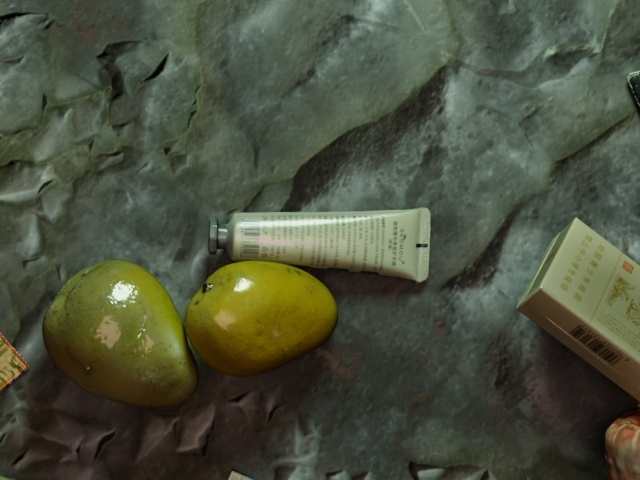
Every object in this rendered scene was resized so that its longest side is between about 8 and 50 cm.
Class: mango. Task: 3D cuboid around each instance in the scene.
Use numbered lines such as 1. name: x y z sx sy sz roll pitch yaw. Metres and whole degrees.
1. mango: -0.068 0.094 1.261 0.195 0.098 0.137 5 91 -33

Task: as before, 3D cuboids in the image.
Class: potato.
1. potato: -0.230 0.121 1.253 0.157 0.157 0.194 -46 105 -2

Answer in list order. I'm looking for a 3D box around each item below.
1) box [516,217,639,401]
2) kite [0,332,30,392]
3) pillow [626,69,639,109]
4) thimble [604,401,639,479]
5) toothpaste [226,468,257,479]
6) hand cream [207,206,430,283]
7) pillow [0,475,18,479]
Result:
1. box: 0.350 0.085 1.269 0.201 0.058 0.141 36 51 0
2. kite: -0.550 0.129 1.301 0.377 0.013 0.328 -2 87 -1
3. pillow: 0.476 -0.128 1.317 0.141 0.055 0.208 -14 87 6
4. thimble: 0.448 0.270 1.216 0.239 0.239 0.162 -9 90 -2
5. toothpaste: -0.076 0.309 1.304 0.083 0.017 0.020 24 85 -1
6. hand cream: 0.000 0.000 1.301 0.276 0.059 0.095 3 90 -6
7. pillow: -0.392 0.341 1.276 0.208 0.053 0.119 15 92 -1
